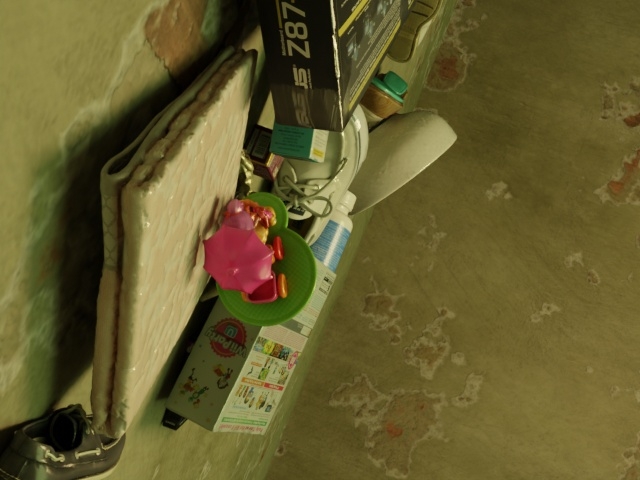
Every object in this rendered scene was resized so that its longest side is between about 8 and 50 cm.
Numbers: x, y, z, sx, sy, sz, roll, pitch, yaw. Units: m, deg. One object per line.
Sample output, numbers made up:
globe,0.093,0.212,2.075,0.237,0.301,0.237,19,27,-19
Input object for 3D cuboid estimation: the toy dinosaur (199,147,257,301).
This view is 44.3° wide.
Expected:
toy dinosaur,-0.111,0.003,1.074,0.118,0.064,0.268,50,-49,47

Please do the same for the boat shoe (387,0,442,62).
boat shoe,0.227,-0.560,1.875,0.302,0.113,0.103,119,-4,-62

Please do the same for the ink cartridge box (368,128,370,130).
ink cartridge box,0.161,-0.280,2.315,0.176,0.069,0.371,80,30,-75

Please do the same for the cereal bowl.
cereal bowl,0.163,-0.215,1.942,0.339,0.141,0.339,-35,-172,5

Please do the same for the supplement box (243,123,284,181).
supplement box,-0.081,-0.127,1.145,0.083,0.043,0.055,73,38,-76

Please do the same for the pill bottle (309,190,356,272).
pill bottle,-0.005,-0.007,1.673,0.124,0.124,0.221,68,45,-78

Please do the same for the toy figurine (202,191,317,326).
toy figurine,-0.082,0.005,0.913,0.159,0.130,0.173,56,28,-74

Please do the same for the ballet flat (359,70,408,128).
ballet flat,0.137,-0.339,1.910,0.124,0.116,0.342,-51,-178,20

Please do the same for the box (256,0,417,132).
box,0.041,-0.366,0.909,0.318,0.097,0.395,81,27,-43

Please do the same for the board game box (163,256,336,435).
board game box,-0.100,0.154,1.262,0.303,0.097,0.224,-65,159,-8

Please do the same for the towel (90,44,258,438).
towel,-0.154,-0.011,0.834,0.332,0.053,0.317,-68,174,-54

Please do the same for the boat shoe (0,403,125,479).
boat shoe,-0.247,0.200,0.787,0.065,0.075,0.206,-66,168,6

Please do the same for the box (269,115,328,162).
box,-0.014,-0.234,1.083,0.100,0.060,0.244,-6,105,-79

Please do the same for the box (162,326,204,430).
box,-0.203,0.216,1.281,0.116,0.029,0.162,-36,148,-74

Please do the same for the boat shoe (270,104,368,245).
boat shoe,-0.034,-0.082,1.332,0.156,0.136,0.367,-57,176,-43
